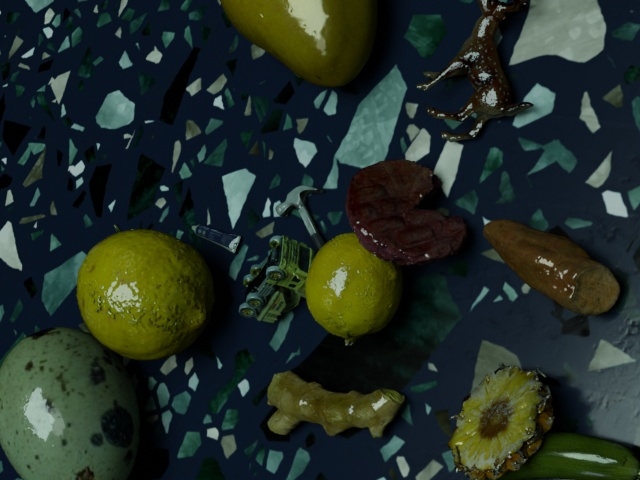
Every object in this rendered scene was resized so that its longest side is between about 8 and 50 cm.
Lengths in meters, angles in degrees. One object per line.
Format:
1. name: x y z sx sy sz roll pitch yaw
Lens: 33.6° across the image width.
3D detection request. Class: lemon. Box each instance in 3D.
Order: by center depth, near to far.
1. lemon: 0.060 0.075 1.832 0.173 0.173 0.206 36 107 38
2. lemon: -0.352 0.105 2.101 0.310 0.258 0.258 21 93 39

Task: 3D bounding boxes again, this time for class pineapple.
1. pineapple: 0.281 0.285 1.632 0.221 0.047 0.221 -41 25 24

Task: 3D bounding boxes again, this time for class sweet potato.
1. sweet potato: 0.353 0.031 1.661 0.251 0.097 0.097 37 103 36

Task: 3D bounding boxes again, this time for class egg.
1. egg: -0.510 0.355 2.148 0.287 0.287 0.379 -45 62 21

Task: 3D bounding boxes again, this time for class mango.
1. mango: -0.046 -0.478 2.024 0.301 0.220 0.445 -36 63 24

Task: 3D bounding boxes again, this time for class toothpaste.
1. toothpaste: -0.217 -0.009 2.173 0.140 0.021 0.037 20 91 38

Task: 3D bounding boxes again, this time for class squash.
1. squash: 0.357 0.329 1.601 0.318 0.080 0.071 -8 35 36

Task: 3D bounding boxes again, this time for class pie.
1. pie: 0.142 -0.048 1.799 0.054 0.204 0.219 109 154 -50

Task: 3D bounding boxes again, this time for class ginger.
1. ginger: 0.019 0.291 1.883 0.298 0.065 0.118 -5 89 39

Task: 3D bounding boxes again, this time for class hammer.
1. hammer: 0.000 0.000 1.994 0.103 0.029 0.246 -42 58 24

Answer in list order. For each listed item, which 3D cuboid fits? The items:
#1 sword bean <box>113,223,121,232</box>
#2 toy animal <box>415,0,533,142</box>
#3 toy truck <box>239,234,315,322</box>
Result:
1. sword bean: -0.442 -0.006 2.359 0.012 0.012 0.083 -48 54 20
2. toy animal: 0.287 -0.314 1.820 0.260 0.087 0.244 -28 77 29
3. toy truck: -0.070 0.082 1.970 0.191 0.116 0.085 -53 26 43
